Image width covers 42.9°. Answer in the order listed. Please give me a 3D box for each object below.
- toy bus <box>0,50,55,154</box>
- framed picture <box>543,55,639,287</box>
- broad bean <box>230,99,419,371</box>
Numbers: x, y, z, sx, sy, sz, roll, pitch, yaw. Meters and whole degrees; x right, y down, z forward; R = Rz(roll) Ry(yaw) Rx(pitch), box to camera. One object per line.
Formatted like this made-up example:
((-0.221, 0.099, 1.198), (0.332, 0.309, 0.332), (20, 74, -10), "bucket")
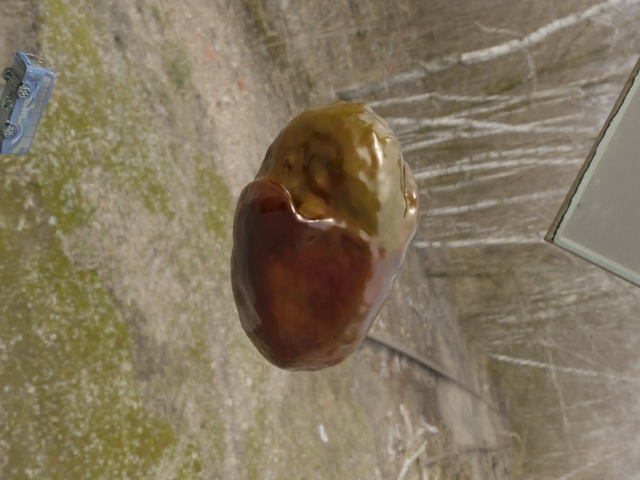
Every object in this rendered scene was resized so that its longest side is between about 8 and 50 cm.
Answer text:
((-0.425, -0.193, 1.157), (0.061, 0.153, 0.051), (-5, 45, -48), "toy bus")
((0.389, -0.083, 0.837), (0.289, 0.211, 0.020), (-64, -174, 5), "framed picture")
((-0.002, 0.002, 0.651), (0.156, 0.122, 0.228), (57, -39, 44), "broad bean")
